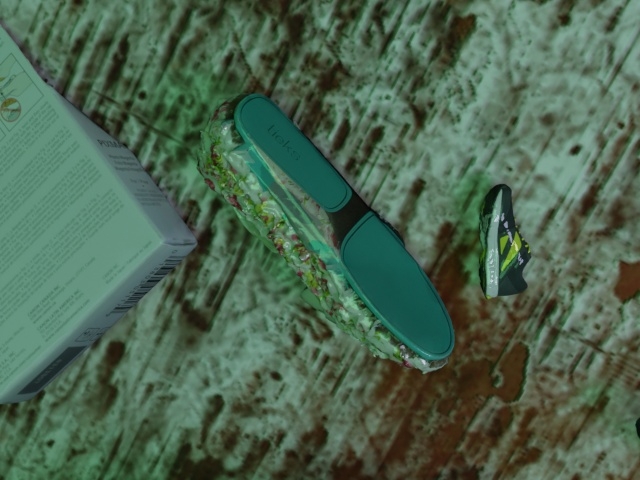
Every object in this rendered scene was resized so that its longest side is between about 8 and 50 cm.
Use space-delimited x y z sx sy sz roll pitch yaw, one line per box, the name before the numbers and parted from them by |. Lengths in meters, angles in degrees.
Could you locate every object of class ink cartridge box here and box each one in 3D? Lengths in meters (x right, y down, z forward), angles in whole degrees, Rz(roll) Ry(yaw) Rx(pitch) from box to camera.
ink cartridge box | -0.231 -0.025 0.774 0.189 0.066 0.232 -42 72 14

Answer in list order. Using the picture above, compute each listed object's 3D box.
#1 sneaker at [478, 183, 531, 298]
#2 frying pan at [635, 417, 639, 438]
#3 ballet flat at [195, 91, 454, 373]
sneaker | 0.132 0.000 0.726 0.035 0.031 0.083 0 106 -5
frying pan | 0.363 0.244 0.727 0.326 0.053 0.197 13 103 8
ballet flat | 0.000 0.000 0.728 0.241 0.091 0.077 52 134 0
